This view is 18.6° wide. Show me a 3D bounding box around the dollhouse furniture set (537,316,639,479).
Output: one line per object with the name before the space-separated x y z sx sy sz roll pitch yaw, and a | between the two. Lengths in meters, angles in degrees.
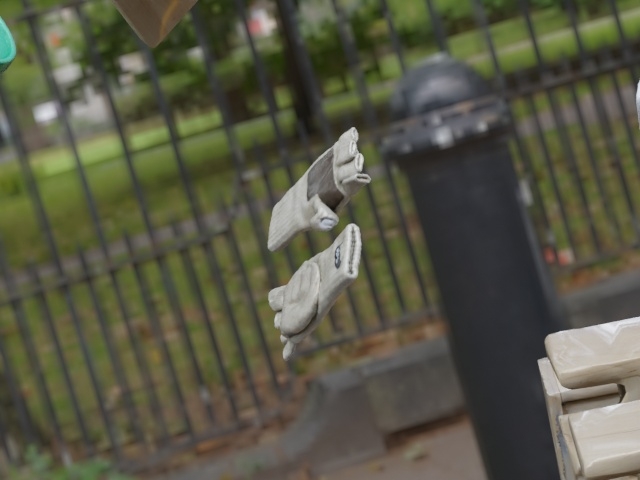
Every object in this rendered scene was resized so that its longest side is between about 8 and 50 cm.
dollhouse furniture set | 0.310 0.205 1.348 0.256 0.362 0.394 -12 19 4

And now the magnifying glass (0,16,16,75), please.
magnifying glass | -0.262 -0.180 1.169 0.026 0.231 0.092 -49 -21 19

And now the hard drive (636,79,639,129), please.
hard drive | 0.463 -0.072 1.839 0.307 0.203 0.040 0 46 18

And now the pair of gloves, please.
pair of gloves | 0.000 0.000 2.280 0.042 0.240 0.204 20 -43 -22

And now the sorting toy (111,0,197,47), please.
sorting toy | -0.116 -0.229 1.398 0.132 0.046 0.274 -50 -25 -6
